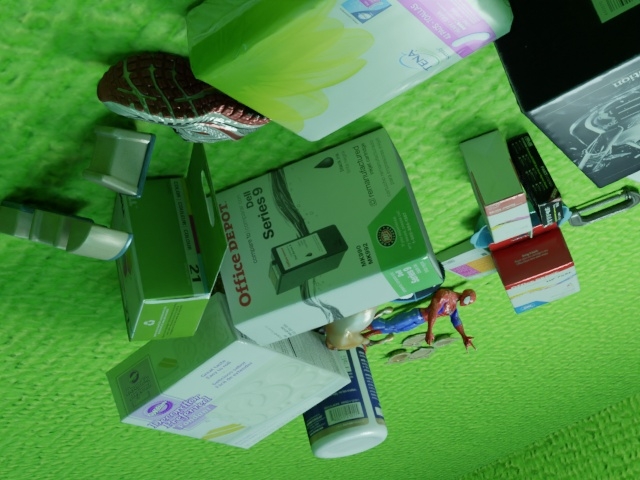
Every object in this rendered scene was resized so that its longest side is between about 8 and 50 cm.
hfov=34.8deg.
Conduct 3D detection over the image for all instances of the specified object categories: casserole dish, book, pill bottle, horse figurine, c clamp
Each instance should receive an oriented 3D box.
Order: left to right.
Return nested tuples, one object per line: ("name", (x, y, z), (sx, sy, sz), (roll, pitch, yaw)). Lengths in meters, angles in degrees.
("pill bottle", (0.028, 0.281, 2.010), (0.153, 0.264, 0.153), (-12, 155, -6))
("horse figurine", (0.072, 0.110, 1.644), (0.174, 0.066, 0.263), (-8, 143, -36))
("book", (0.288, 0.037, 1.936), (0.096, 0.035, 0.144), (-25, 154, 26))
("casserole dish", (0.351, -0.036, 1.809), (0.188, 0.037, 0.114), (-12, 156, -8))
("c clamp", (0.514, -0.060, 1.878), (0.161, 0.022, 0.137), (-19, 156, 8))

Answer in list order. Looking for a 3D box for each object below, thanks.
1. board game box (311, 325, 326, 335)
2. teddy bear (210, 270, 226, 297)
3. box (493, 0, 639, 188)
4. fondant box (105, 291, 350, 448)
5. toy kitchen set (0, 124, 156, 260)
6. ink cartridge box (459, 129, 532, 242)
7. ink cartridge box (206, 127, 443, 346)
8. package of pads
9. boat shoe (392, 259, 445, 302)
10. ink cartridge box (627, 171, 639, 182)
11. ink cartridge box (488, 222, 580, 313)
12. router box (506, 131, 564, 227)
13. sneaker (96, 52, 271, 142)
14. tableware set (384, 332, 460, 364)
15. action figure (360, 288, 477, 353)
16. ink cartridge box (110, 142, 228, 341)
("board game box", (-0.050, 0.115, 1.672), (0.347, 0.056, 0.208), (-37, 143, 20))
("teddy bear", (-0.144, 0.107, 1.749), (0.245, 0.113, 0.338), (-12, 148, -23))
("box", (0.417, -0.248, 1.222), (0.343, 0.179, 0.312), (-27, 155, 23))
("fondant box", (-0.139, 0.219, 1.633), (0.238, 0.096, 0.330), (-36, 146, 18))
("toy kitchen set", (-0.296, -0.066, 1.312), (0.207, 0.166, 0.122), (12, 178, 41))
("ink cartridge box", (0.275, -0.073, 1.585), (0.067, 0.115, 0.198), (-21, 155, 8))
("ink cartridge box", (0.000, 0.000, 1.450), (0.289, 0.211, 0.121), (-21, 156, 9))
("package of pads", (0.035, -0.237, 1.102), (0.296, 0.101, 0.229), (-27, 153, 24))
("boat shoe", (0.116, 0.055, 1.775), (0.258, 0.109, 0.089), (-3, 146, -31))
("ink cartridge box", (0.579, -0.189, 1.601), (0.275, 0.060, 0.239), (13, 118, -47))
("ink cartridge box", (0.397, 0.051, 1.886), (0.134, 0.078, 0.231), (-22, 155, 10))
("router box", (0.331, -0.092, 1.569), (0.038, 0.122, 0.092), (-24, 155, 6))
("sneaker", (-0.156, -0.150, 1.183), (0.225, 0.088, 0.093), (6, 149, -40))
("tableware set", (0.232, 0.251, 2.373), (0.141, 0.020, 0.168), (-1, 151, -31))
("action figure", (0.204, 0.192, 2.097), (0.280, 0.139, 0.091), (-28, 155, 19))
("ink cartridge box", (-0.205, -0.006, 1.341), (0.097, 0.188, 0.255), (-5, 152, -20))
